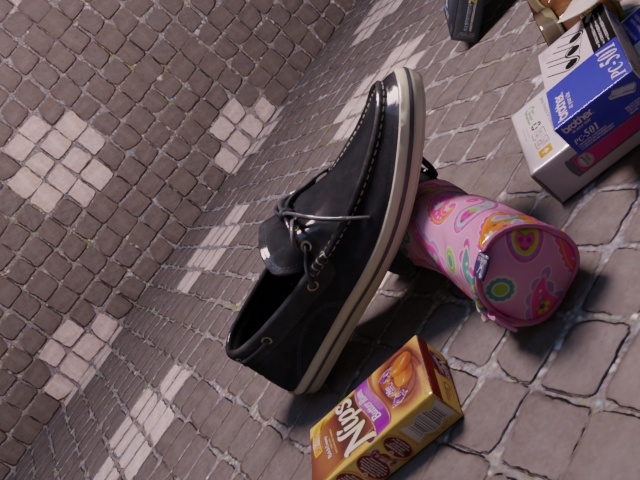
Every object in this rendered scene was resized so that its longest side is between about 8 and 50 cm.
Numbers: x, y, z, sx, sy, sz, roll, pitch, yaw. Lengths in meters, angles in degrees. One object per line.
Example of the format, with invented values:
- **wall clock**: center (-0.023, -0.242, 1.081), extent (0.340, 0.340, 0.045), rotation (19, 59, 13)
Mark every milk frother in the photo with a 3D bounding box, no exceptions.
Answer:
- **milk frother**: center (0.120, -0.045, 1.038), extent (0.129, 0.143, 0.134), rotation (-11, 44, 57)

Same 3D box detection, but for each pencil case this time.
- **pencil case**: center (0.175, 0.007, 0.845), extent (0.124, 0.124, 0.284), rotation (-50, 19, 3)

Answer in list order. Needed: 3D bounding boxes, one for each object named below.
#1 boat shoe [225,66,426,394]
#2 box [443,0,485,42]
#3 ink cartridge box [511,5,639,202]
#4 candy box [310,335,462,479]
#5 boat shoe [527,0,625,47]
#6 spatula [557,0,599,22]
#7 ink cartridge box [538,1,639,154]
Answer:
- **boat shoe**: center (0.000, 0.000, 0.968), extent (0.186, 0.156, 0.499), rotation (-92, 23, -58)
- **box**: center (0.304, -0.535, 1.514), extent (0.232, 0.059, 0.183), rotation (-84, 0, -57)
- **ink cartridge box**: center (0.389, -0.214, 0.843), extent (0.371, 0.069, 0.175), rotation (-44, 19, 27)
- **candy box**: center (0.067, 0.207, 0.826), extent (0.186, 0.053, 0.109), rotation (-47, 19, 18)
- **boat shoe**: center (0.368, -0.328, 1.057), extent (0.105, 0.110, 0.307), rotation (-28, 23, 22)
- **spatula**: center (0.403, -0.339, 0.885), extent (0.168, 0.019, 0.242), rotation (-12, 29, 46)
- **ink cartridge box**: center (0.305, -0.188, 0.824), extent (0.097, 0.046, 0.207), rotation (-41, 20, 32)
